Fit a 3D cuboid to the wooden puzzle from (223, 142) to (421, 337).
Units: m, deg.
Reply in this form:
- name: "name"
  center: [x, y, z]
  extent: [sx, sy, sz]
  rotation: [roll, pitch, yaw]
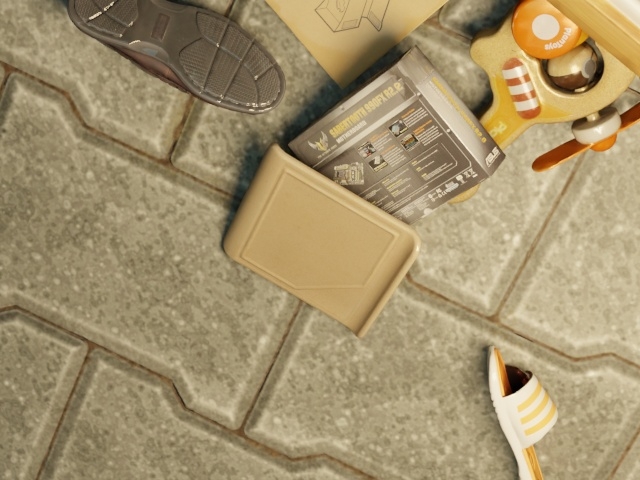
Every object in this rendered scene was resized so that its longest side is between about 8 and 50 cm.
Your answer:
- name: "wooden puzzle"
  center: [0.000, 0.000, 1.762]
  extent: [0.238, 0.044, 0.221]
  rotation: [34, 136, 4]

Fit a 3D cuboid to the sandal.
- name: "sandal"
  center: [0.291, 0.250, 1.808]
  extent: [0.076, 0.102, 0.265]
  rotation: [-16, 114, 14]

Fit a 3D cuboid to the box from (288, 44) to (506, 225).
- name: "box"
  center: [0.094, -0.115, 1.687]
  extent: [0.183, 0.056, 0.231]
  rotation: [50, 135, -7]

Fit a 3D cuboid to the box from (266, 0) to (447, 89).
- name: "box"
  center: [0.049, -0.318, 1.690]
  extent: [0.201, 0.021, 0.164]
  rotation: [-39, 98, 20]

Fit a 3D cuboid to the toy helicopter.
- name: "toy helicopter"
  center: [0.266, -0.165, 1.666]
  extent: [0.235, 0.140, 0.355]
  rotation: [37, 123, -11]

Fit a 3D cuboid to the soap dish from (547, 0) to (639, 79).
- name: "soap dish"
  center: [0.387, -0.328, 1.494]
  extent: [0.229, 0.291, 0.118]
  rotation: [40, 155, 3]

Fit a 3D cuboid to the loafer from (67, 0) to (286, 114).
- name: "loafer"
  center: [-0.185, -0.253, 1.733]
  extent: [0.302, 0.095, 0.109]
  rotation: [26, 81, -4]
